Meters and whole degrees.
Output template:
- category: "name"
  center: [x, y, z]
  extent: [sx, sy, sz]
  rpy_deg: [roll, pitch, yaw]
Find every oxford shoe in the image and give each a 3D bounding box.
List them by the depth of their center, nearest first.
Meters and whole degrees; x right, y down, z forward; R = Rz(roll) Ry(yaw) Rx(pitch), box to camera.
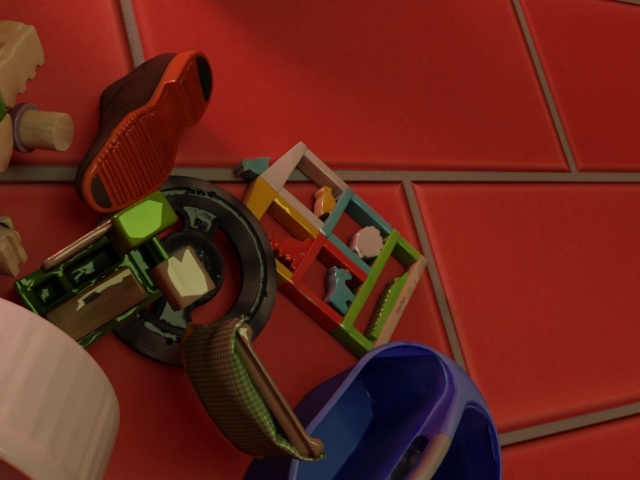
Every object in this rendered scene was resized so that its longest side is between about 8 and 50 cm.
- category: "oxford shoe"
  center: [-0.220, -0.127, 1.165]
  extent: [0.271, 0.099, 0.096]
  rpy_deg: [-61, 146, -45]

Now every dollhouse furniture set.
- category: "dollhouse furniture set"
  center: [-0.156, 0.126, 0.995]
  extent: [0.151, 0.197, 0.301]
  rpy_deg: [-33, 94, -19]

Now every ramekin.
- category: "ramekin"
  center: [-0.305, 0.162, 0.844]
  extent: [0.277, 0.277, 0.135]
  rpy_deg: [36, 44, -19]

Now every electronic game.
- category: "electronic game"
  center: [-0.156, 0.034, 1.159]
  extent: [0.229, 0.048, 0.229]
  rpy_deg: [10, 69, -26]

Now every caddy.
- category: "caddy"
  center: [0.071, 0.270, 1.136]
  extent: [0.241, 0.179, 0.341]
  rpy_deg: [50, 48, -8]

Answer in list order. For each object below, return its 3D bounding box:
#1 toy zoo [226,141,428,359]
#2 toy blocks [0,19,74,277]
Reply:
- category: "toy zoo"
  center: [0.000, 0.000, 1.310]
  extent: [0.293, 0.030, 0.192]
  rpy_deg: [42, 50, -14]
- category: "toy blocks"
  center: [-0.430, -0.114, 0.949]
  extent: [0.260, 0.308, 0.288]
  rpy_deg: [8, 52, 15]
